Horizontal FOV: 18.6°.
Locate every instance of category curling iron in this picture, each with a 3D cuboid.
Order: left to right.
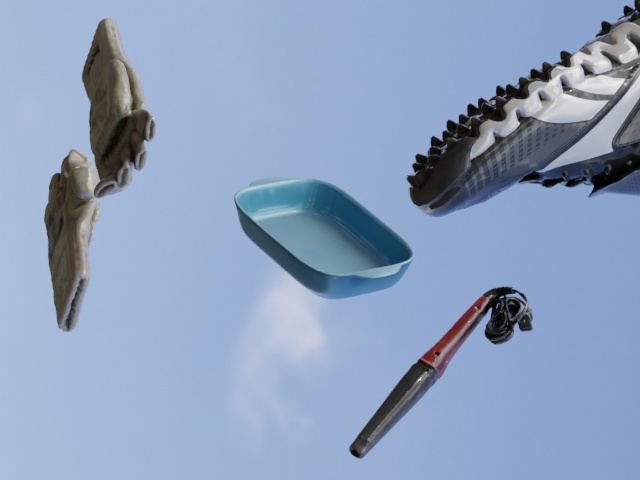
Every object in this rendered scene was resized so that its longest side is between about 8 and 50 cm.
[{"bbox_3d":[0.120,0.127,1.957,0.068,0.274,0.035,13,-49,46],"label":"curling iron"}]

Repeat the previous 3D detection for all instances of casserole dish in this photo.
[{"bbox_3d":[0.000,0.000,1.717,0.188,0.114,0.037,41,-49,44],"label":"casserole dish"}]

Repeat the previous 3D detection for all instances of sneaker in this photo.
[{"bbox_3d":[0.157,-0.060,1.108,0.106,0.234,0.078,58,-25,-3],"label":"sneaker"}]

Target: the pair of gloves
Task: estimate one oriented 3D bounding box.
[{"bbox_3d":[-0.206,-0.059,1.791,0.204,0.042,0.240,-112,-142,-57],"label":"pair of gloves"}]
